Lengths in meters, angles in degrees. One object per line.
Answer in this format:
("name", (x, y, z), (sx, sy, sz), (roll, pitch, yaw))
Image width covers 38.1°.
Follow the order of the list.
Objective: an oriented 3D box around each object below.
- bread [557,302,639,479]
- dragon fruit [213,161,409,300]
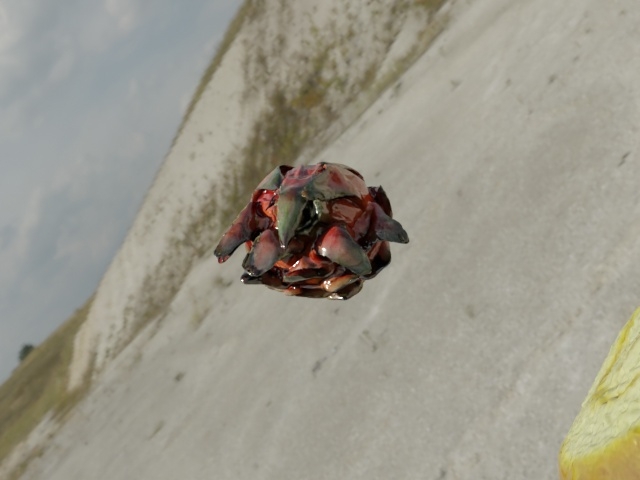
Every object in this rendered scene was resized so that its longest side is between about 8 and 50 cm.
("bread", (0.348, 0.161, 0.702), (0.264, 0.239, 0.395), (-59, -6, -19))
("dragon fruit", (-0.006, -0.004, 0.740), (0.130, 0.121, 0.142), (-52, -1, -6))
